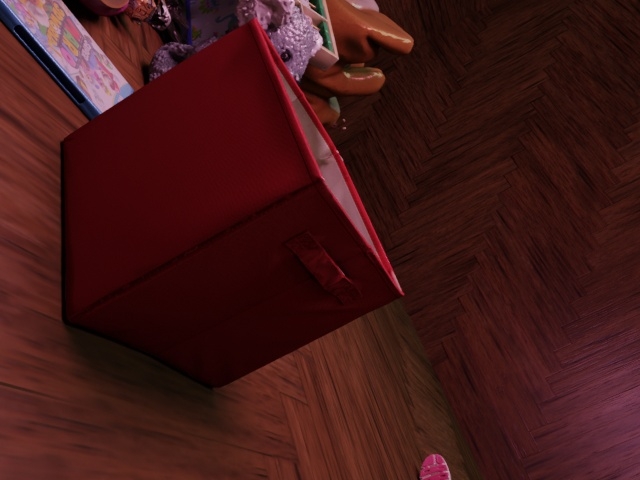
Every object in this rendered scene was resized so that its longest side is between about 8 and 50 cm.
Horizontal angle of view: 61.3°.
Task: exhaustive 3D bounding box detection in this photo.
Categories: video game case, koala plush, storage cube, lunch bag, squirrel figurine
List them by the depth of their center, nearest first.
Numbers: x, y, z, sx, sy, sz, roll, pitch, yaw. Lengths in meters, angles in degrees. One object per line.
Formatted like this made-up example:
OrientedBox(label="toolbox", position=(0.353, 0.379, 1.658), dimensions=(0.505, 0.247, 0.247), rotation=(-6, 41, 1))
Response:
OrientedBox(label="storage cube", position=(-0.072, -0.021, 0.452), dimensions=(0.184, 0.193, 0.215), rotation=(50, 15, -53))
OrientedBox(label="video game case", position=(-0.247, -0.189, 0.524), dimensions=(0.166, 0.015, 0.119), rotation=(56, 11, -37))
OrientedBox(label="koala plush", position=(-0.100, -0.239, 0.737), dimensions=(0.203, 0.221, 0.196), rotation=(53, 14, 17))
OrientedBox(label="lunch bag", position=(-0.167, -0.378, 0.929), dimensions=(0.090, 0.176, 0.219), rotation=(41, 35, -56))
OrientedBox(label="squirrel figurine", position=(-0.056, -0.387, 1.185), dimensions=(0.396, 0.370, 0.281), rotation=(-3, 55, -35))

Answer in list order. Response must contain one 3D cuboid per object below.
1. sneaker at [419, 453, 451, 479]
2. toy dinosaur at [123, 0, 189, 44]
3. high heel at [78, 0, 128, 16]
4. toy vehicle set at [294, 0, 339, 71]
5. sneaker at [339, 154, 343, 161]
OrientedBox(label="sneaker", position=(0.241, 0.508, 1.052), dimensions=(0.075, 0.063, 0.170), rotation=(53, 18, -41))
OrientedBox(label="toy dinosaur", position=(-0.254, -0.427, 0.793), dimensions=(0.218, 0.164, 0.322), rotation=(19, 63, -53))
OrientedBox(label="high heel", position=(-0.299, -0.351, 0.574), dimensions=(0.244, 0.082, 0.117), rotation=(44, -5, -33))
OrientedBox(label="toy vehicle set", position=(-0.060, -0.417, 0.893), dimensions=(0.165, 0.035, 0.267), rotation=(18, 50, -39))
OrientedBox(label="sneaker", position=(-0.030, -0.286, 1.609), dimensions=(0.147, 0.129, 0.330), rotation=(68, 11, 17))
